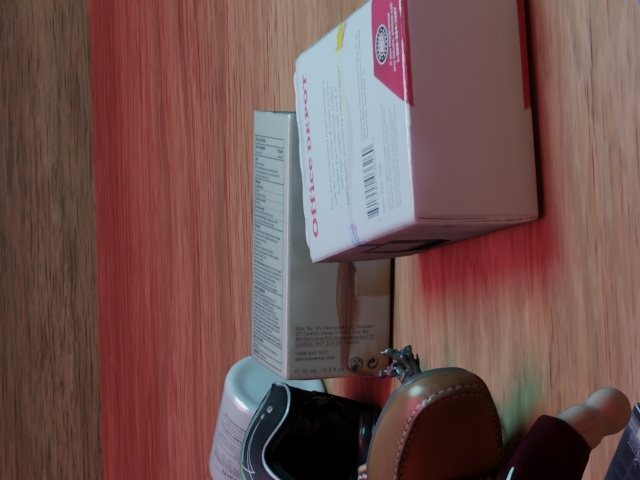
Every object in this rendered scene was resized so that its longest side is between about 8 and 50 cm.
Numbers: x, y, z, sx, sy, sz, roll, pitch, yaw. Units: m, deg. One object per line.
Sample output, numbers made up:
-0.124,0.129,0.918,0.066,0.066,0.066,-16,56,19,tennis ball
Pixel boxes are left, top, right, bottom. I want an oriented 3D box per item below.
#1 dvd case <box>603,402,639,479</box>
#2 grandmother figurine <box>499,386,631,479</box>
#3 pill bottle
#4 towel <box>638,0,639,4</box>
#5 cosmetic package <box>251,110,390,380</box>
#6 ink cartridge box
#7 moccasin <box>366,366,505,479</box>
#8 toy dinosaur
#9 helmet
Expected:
0.249,0.260,1.124,0.164,0.018,0.221,-115,30,-48,dvd case
0.168,0.189,0.851,0.104,0.342,0.208,129,136,-63,grandmother figurine
-0.076,0.272,1.915,0.131,0.131,0.229,-114,30,-49,pill bottle
0.300,-0.243,0.907,0.336,0.040,0.243,-140,52,-66,towel
0.000,0.000,1.679,0.153,0.129,0.296,-155,65,-71,cosmetic package
0.083,-0.106,1.419,0.306,0.131,0.226,159,108,-72,ink cartridge box
0.110,0.292,1.352,0.147,0.139,0.380,-127,39,-59,moccasin
0.098,0.172,1.508,0.118,0.064,0.268,67,152,18,toy dinosaur
-0.016,0.254,1.693,0.169,0.169,0.162,171,113,-71,helmet
